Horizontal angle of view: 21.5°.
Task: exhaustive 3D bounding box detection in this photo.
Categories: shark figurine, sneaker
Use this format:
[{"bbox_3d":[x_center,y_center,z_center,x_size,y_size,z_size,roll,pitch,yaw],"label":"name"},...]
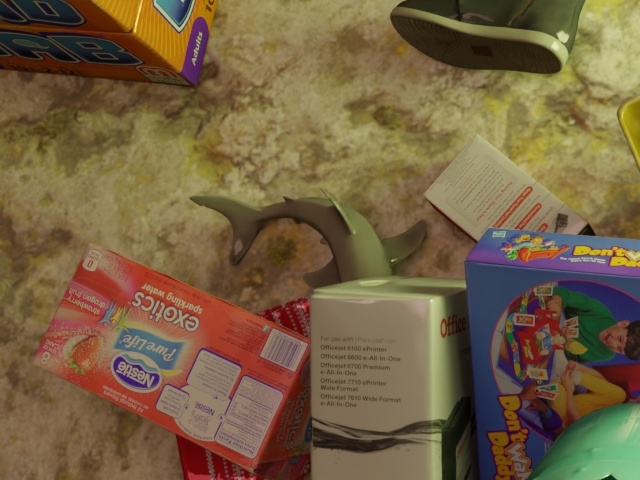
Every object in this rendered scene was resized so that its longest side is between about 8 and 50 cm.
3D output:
[{"bbox_3d":[-0.004,-0.022,1.870,0.166,0.116,0.278,-46,49,-14],"label":"shark figurine"},{"bbox_3d":[0.194,-0.259,1.901,0.222,0.083,0.118,15,65,28],"label":"sneaker"}]

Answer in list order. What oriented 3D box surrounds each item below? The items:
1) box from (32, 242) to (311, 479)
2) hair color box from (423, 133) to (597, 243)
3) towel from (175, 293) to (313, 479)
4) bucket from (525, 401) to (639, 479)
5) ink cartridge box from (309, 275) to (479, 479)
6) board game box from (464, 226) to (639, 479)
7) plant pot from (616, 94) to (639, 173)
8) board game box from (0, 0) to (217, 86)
[{"bbox_3d":[-0.136,0.136,1.829,0.300,0.142,0.154,21,83,25],"label":"box"},{"bbox_3d":[0.204,-0.027,1.828,0.093,0.053,0.167,-48,62,1],"label":"hair color box"},{"bbox_3d":[-0.043,0.166,1.881,0.275,0.031,0.198,-19,69,15],"label":"towel"},{"bbox_3d":[0.284,0.290,1.507,0.281,0.183,0.281,11,117,21],"label":"bucket"},{"bbox_3d":[0.084,0.195,1.666,0.129,0.223,0.307,1,93,21],"label":"ink cartridge box"},{"bbox_3d":[0.269,0.168,1.615,0.233,0.078,0.347,5,117,23],"label":"board game box"},{"bbox_3d":[0.442,-0.053,1.666,0.212,0.187,0.212,-23,67,15],"label":"plant pot"},{"bbox_3d":[-0.333,-0.419,1.995,0.357,0.356,0.356,7,77,23],"label":"board game box"}]
